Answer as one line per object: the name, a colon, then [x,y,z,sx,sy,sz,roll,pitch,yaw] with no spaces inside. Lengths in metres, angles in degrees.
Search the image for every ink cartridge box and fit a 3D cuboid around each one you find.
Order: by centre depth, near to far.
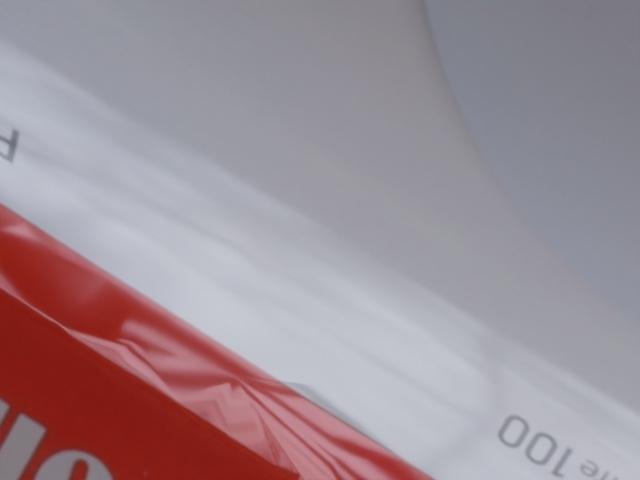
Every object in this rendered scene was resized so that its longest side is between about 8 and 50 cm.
ink cartridge box: [0.000,0.000,0.400,0.308,0.091,0.385,32,-84,8]
